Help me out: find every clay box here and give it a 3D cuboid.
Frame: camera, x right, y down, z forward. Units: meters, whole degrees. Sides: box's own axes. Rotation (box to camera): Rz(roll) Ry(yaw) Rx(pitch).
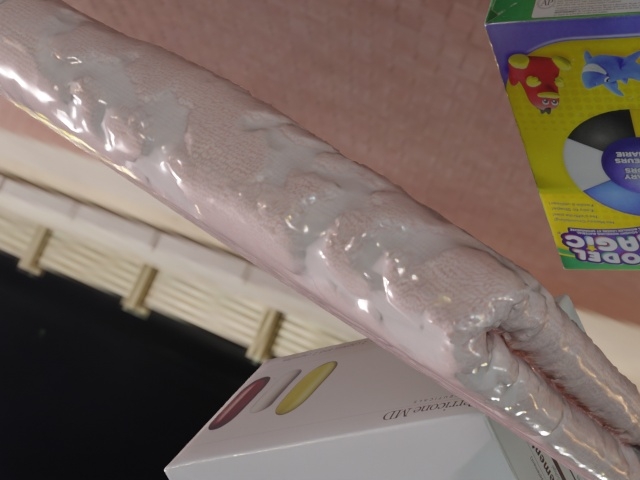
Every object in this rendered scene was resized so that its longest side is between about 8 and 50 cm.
[{"bbox_3d":[0.176,-0.051,0.720,0.127,0.053,0.222,0,140,26],"label":"clay box"}]

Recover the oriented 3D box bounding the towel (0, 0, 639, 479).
[{"bbox_3d":[0.000,0.000,0.622,0.332,0.053,0.317,30,176,33],"label":"towel"}]

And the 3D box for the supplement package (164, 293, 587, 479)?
[{"bbox_3d":[0.068,0.178,0.919,0.262,0.145,0.204,-16,109,36],"label":"supplement package"}]
